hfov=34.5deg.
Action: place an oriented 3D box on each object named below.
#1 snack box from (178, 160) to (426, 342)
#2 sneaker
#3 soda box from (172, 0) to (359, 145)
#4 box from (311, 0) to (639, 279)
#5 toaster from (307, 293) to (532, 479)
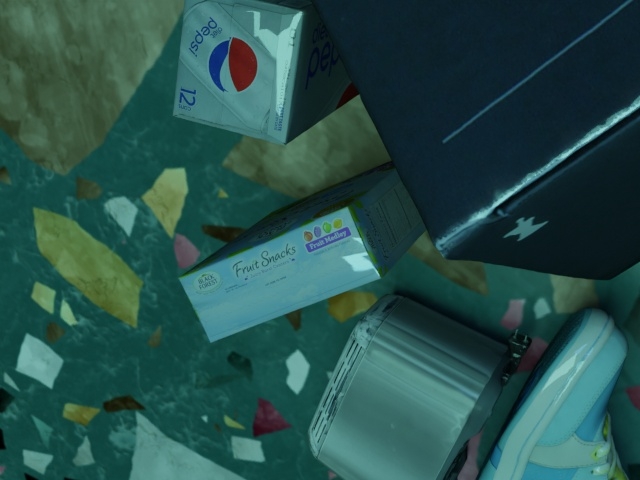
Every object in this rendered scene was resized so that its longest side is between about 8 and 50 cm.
[{"bbox_3d":[0.000,0.000,0.916,0.174,0.207,0.070,-22,99,26],"label":"snack box"},{"bbox_3d":[0.260,0.221,0.942,0.208,0.127,0.319,26,125,13],"label":"sneaker"},{"bbox_3d":[-0.011,-0.163,0.818,0.091,0.286,0.098,15,114,14],"label":"soda box"},{"bbox_3d":[0.137,-0.224,0.531,0.293,0.212,0.396,-36,64,28],"label":"box"},{"bbox_3d":[0.087,0.153,0.981,0.146,0.129,0.227,28,117,12],"label":"toaster"}]
